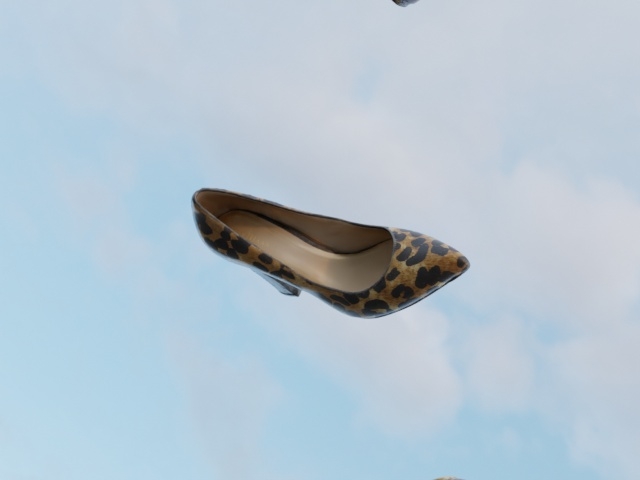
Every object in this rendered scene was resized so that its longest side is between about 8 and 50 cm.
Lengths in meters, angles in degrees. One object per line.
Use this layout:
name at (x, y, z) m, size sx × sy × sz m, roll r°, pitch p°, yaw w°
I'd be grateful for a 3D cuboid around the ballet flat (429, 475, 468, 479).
ballet flat at (0.042, 0.264, 0.678) m, size 0.084 × 0.058 × 0.250 m, roll 26°, pitch -56°, yaw -24°

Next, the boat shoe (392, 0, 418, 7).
boat shoe at (0.014, -0.225, 0.540) m, size 0.060 × 0.064 × 0.178 m, roll -41°, pitch -107°, yaw 28°

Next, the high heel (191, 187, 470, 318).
high heel at (0.000, 0.000, 0.774) m, size 0.261 × 0.093 × 0.186 m, roll -5°, pitch -33°, yaw 38°
